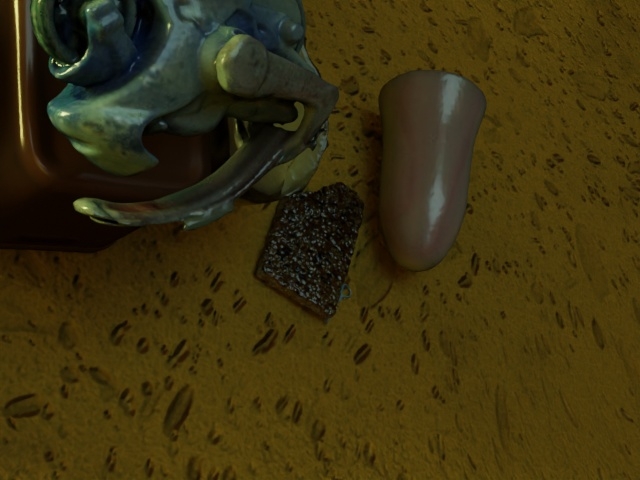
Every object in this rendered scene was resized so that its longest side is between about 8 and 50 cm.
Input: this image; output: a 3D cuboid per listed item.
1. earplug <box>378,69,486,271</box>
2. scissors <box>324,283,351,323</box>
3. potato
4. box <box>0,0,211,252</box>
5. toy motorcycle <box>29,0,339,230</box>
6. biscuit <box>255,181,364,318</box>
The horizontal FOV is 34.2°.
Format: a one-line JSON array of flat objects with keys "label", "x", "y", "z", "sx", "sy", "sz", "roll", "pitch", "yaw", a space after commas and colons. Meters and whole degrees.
[{"label": "earplug", "x": 0.160, "y": -0.089, "z": 1.588, "sx": 0.172, "sy": 0.172, "sz": 0.301, "roll": 25, "pitch": 58, "yaw": -29}, {"label": "scissors", "x": 0.020, "y": 0.088, "z": 1.456, "sx": 0.036, "sy": 0.006, "sz": 0.083, "roll": 39, "pitch": 46, "yaw": -15}, {"label": "potato", "x": -0.130, "y": -0.158, "z": 1.316, "sx": 0.242, "sy": 0.242, "sz": 0.286, "roll": -2, "pitch": 75, "yaw": -42}, {"label": "box", "x": -0.276, "y": -0.177, "z": 1.138, "sx": 0.239, "sy": 0.229, "sz": 0.340, "roll": 4, "pitch": 76, "yaw": -40}, {"label": "toy motorcycle", "x": -0.121, "y": -0.137, "z": 0.983, "sx": 0.319, "sy": 0.182, "sz": 0.241, "roll": -10, "pitch": 85, "yaw": -44}, {"label": "biscuit", "x": -0.008, "y": -0.009, "z": 1.471, "sx": 0.131, "sy": 0.026, "sz": 0.237, "roll": 35, "pitch": 47, "yaw": -19}]
